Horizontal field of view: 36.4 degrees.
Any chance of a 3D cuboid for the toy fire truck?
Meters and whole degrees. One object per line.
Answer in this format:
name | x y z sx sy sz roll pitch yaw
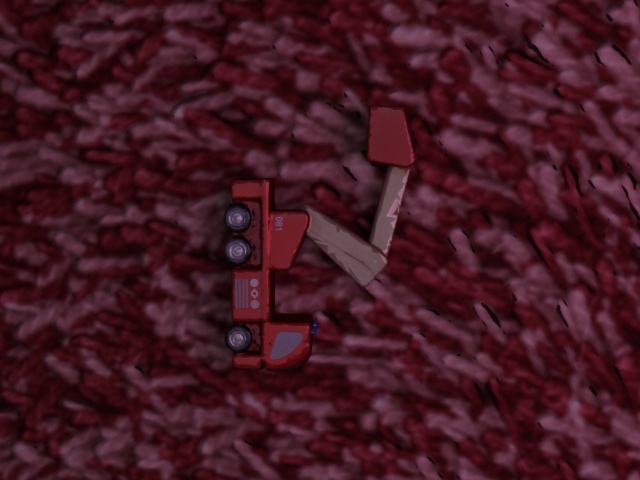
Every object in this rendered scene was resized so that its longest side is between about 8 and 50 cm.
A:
toy fire truck | 0.000 0.000 0.704 0.135 0.047 0.192 0 95 3
